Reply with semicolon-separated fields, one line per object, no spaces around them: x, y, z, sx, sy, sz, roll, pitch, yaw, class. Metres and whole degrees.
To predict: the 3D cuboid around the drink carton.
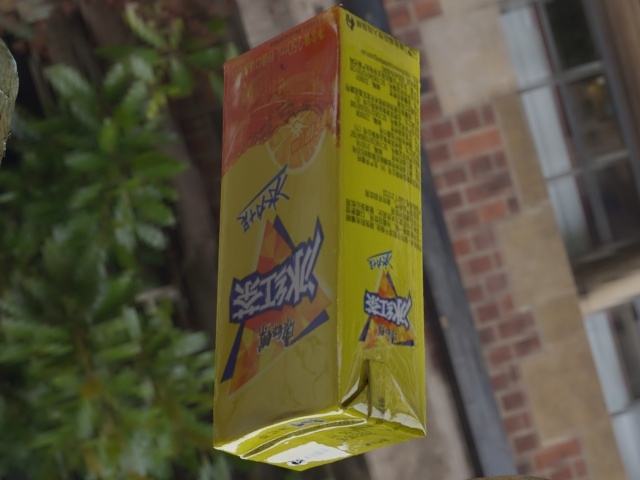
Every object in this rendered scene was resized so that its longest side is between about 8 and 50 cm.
0.000;0.000;1.439;0.111;0.351;0.154;22;149;-39;drink carton

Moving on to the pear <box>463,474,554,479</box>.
0.142;0.321;1.303;0.314;0.314;0.314;-16;-173;2;pear

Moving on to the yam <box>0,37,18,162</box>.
-0.180;-0.042;0.851;0.054;0.054;0.132;-14;-133;17;yam
